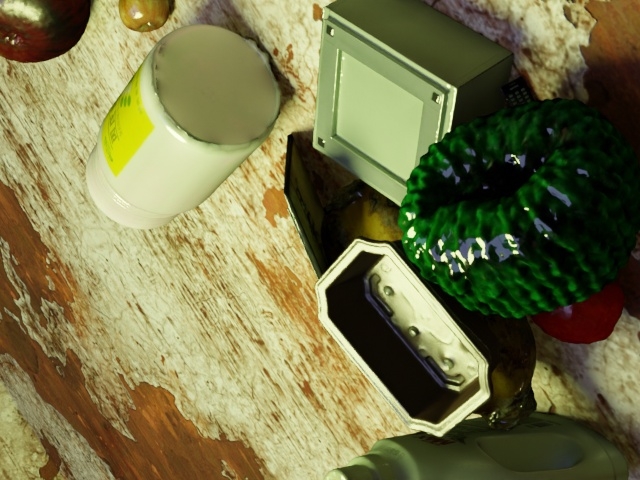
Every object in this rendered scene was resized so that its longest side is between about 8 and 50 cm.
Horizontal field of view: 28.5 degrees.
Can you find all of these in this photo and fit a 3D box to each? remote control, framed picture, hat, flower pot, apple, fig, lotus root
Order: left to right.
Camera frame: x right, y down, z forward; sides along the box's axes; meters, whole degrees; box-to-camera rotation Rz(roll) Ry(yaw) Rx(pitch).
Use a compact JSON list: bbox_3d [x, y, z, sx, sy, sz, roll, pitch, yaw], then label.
[{"bbox_3d":[-0.494,-0.413,2.120,0.235,0.214,0.235,11,128,15],"label":"fig"},{"bbox_3d":[-0.277,-0.368,1.976,0.084,0.084,0.071,-35,63,58],"label":"apple"},{"bbox_3d":[0.000,0.000,1.796,0.338,0.014,0.255,-92,-20,-73],"label":"framed picture"},{"bbox_3d":[0.119,0.105,1.554,0.251,0.084,0.179,50,133,9],"label":"flower pot"},{"bbox_3d":[0.152,0.080,1.696,0.196,0.179,0.397,-38,83,27],"label":"lotus root"},{"bbox_3d":[0.252,-0.153,1.521,0.091,0.034,0.016,61,-171,-4],"label":"remote control"},{"bbox_3d":[0.270,-0.003,1.483,0.274,0.242,0.332,-5,148,35],"label":"hat"}]

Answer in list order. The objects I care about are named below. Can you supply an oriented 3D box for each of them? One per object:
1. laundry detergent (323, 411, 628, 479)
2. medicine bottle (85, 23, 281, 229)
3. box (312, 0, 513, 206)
[{"bbox_3d":[0.188,0.310,1.659,0.264,0.398,0.124,5,95,52],"label":"laundry detergent"},{"bbox_3d":[-0.225,-0.164,1.960,0.213,0.214,0.379,55,147,2],"label":"medicine bottle"},{"bbox_3d":[0.106,-0.175,1.603,0.225,0.117,0.225,36,142,29],"label":"box"}]
